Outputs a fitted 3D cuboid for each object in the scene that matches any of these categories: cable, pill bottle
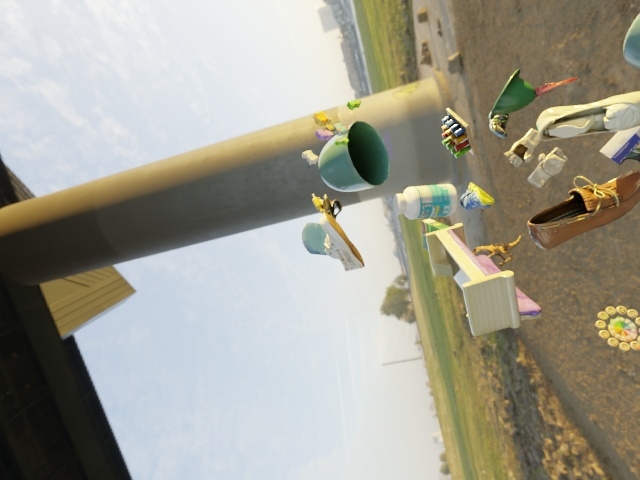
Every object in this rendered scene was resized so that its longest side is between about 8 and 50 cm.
[{"bbox_3d":[0.043,-0.101,1.842,0.139,0.072,0.288,14,-134,-28],"label":"cable"},{"bbox_3d":[0.466,-0.172,1.827,0.146,0.263,0.147,174,90,-82],"label":"pill bottle"}]

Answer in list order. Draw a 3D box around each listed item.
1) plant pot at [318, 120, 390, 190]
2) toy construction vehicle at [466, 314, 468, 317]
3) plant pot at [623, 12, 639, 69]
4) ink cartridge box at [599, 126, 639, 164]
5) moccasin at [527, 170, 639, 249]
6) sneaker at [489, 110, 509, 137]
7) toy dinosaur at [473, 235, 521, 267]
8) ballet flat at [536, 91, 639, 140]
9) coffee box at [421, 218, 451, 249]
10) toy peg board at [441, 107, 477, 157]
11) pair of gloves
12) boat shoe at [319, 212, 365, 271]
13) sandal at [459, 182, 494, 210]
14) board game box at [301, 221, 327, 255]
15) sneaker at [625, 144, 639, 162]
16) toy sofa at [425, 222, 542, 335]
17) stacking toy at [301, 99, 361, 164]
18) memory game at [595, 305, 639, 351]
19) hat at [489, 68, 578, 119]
[{"bbox_3d":[0.133,-0.354,1.841,0.292,0.235,0.294,14,-110,-42],"label":"plant pot"},{"bbox_3d":[0.645,0.300,1.623,0.086,0.098,0.035,48,-168,-10],"label":"toy construction vehicle"},{"bbox_3d":[1.237,-0.685,1.375,0.290,0.289,0.196,65,-169,-45],"label":"plant pot"},{"bbox_3d":[0.989,-0.344,1.278,0.097,0.207,0.046,6,-142,-40],"label":"ink cartridge box"},{"bbox_3d":[0.873,-0.120,1.347,0.147,0.379,0.139,52,-160,-28],"label":"moccasin"},{"bbox_3d":[0.811,-0.538,1.841,0.067,0.078,0.188,22,-127,-19],"label":"sneaker"},{"bbox_3d":[0.692,0.034,1.546,0.064,0.211,0.113,83,176,-61],"label":"toy dinosaur"},{"bbox_3d":[0.617,-0.267,0.908,0.086,0.248,0.087,1,-91,-49],"label":"ballet flat"},{"bbox_3d":[0.421,-0.008,1.469,0.184,0.040,0.113,-128,29,-71],"label":"coffee box"},{"bbox_3d":[0.553,-0.431,1.680,0.161,0.079,0.161,48,-167,-44],"label":"toy peg board"},{"bbox_3d":[1.021,-0.391,1.922,0.240,0.204,0.042,49,-178,13],"label":"pair of gloves"},{"bbox_3d":[0.058,0.023,1.416,0.277,0.096,0.098,53,-165,-37],"label":"boat shoe"},{"bbox_3d":[0.840,-0.214,2.210,0.126,0.138,0.317,39,-163,0],"label":"sandal"},{"bbox_3d":[0.000,0.000,1.611,0.033,0.168,0.133,135,136,-60],"label":"board game box"},{"bbox_3d":[1.395,-0.388,1.718,0.101,0.267,0.106,-10,-84,-41],"label":"sneaker"},{"bbox_3d":[0.423,0.081,1.098,0.363,0.176,0.150,-92,-16,-69],"label":"toy sofa"},{"bbox_3d":[0.043,-0.349,1.310,0.052,0.221,0.167,44,140,19],"label":"stacking toy"},{"bbox_3d":[1.178,0.343,1.588,0.012,0.186,0.186,68,-167,-59],"label":"memory game"},{"bbox_3d":[0.721,-0.476,1.402,0.173,0.183,0.209,-38,-26,-44],"label":"hat"}]
